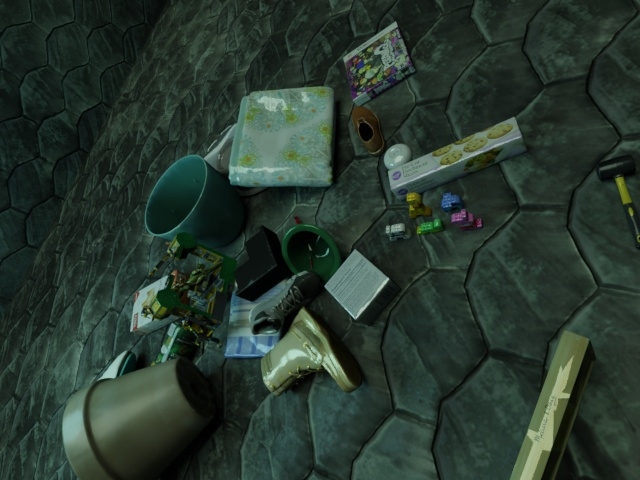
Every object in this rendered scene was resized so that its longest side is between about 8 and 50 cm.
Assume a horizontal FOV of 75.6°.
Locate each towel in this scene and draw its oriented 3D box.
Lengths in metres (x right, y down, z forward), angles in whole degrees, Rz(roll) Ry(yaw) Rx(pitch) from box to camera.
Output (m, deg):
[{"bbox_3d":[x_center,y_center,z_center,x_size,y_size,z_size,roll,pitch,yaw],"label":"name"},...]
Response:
[{"bbox_3d":[-0.113,-0.336,1.324,0.320,0.090,0.375,-1,64,8],"label":"towel"},{"bbox_3d":[-0.184,0.201,1.211,0.209,0.034,0.285,-11,63,30],"label":"towel"}]

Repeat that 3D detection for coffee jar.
[{"bbox_3d":[-0.457,0.354,1.293,0.079,0.096,0.185,15,77,44],"label":"coffee jar"}]

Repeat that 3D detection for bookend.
[{"bbox_3d":[-0.185,0.068,1.207,0.157,0.072,0.156,-37,52,15],"label":"bookend"}]

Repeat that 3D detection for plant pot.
[{"bbox_3d":[-0.455,0.470,1.116,0.280,0.323,0.323,-33,49,-1],"label":"plant pot"},{"bbox_3d":[-0.402,-0.104,1.402,0.292,0.235,0.293,-17,58,29],"label":"plant pot"}]

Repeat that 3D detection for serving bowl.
[{"bbox_3d":[0.212,-0.236,1.148,0.083,0.027,0.083,-17,57,29],"label":"serving bowl"}]

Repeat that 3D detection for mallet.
[{"bbox_3d":[0.571,-0.074,0.785,0.062,0.039,0.190,-7,66,33],"label":"mallet"}]

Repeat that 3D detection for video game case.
[{"bbox_3d":[0.184,-0.573,1.340,0.210,0.041,0.232,-25,54,26],"label":"video game case"}]

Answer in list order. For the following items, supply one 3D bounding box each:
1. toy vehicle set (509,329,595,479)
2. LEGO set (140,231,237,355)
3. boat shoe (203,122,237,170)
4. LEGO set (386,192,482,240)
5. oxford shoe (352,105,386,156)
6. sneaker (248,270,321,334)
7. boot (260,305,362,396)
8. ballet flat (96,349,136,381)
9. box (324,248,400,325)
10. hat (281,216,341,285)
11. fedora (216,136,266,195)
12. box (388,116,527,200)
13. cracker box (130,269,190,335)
[{"bbox_3d":[0.369,0.288,0.652,0.035,0.166,0.267,18,78,41],"label":"toy vehicle set"},{"bbox_3d":[-0.393,0.160,1.225,0.192,0.254,0.332,-45,38,34],"label":"LEGO set"},{"bbox_3d":[-0.392,-0.334,1.608,0.301,0.108,0.102,-56,35,-2],"label":"boat shoe"},{"bbox_3d":[0.253,-0.069,0.981,0.227,0.093,0.087,-10,61,33],"label":"LEGO set"},{"bbox_3d":[0.135,-0.347,1.235,0.076,0.076,0.212,-35,48,19],"label":"oxford shoe"},{"bbox_3d":[-0.088,0.175,1.067,0.228,0.086,0.132,-37,15,4],"label":"sneaker"},{"bbox_3d":[-0.033,0.311,0.994,0.203,0.095,0.262,-49,46,5],"label":"boot"},{"bbox_3d":[-0.694,0.555,1.325,0.139,0.139,0.401,-19,59,28],"label":"ballet flat"},{"bbox_3d":[0.101,0.115,1.013,0.126,0.072,0.137,-50,48,4],"label":"box"},{"bbox_3d":[0.000,0.000,1.183,0.173,0.183,0.209,-35,93,32],"label":"hat"},{"bbox_3d":[-0.269,-0.289,1.467,0.275,0.124,0.244,-1,72,36],"label":"fedora"},{"bbox_3d":[0.326,-0.193,1.013,0.323,0.063,0.067,-20,55,28],"label":"box"},{"bbox_3d":[-0.570,0.224,1.469,0.232,0.067,0.156,-27,52,24],"label":"cracker box"}]
